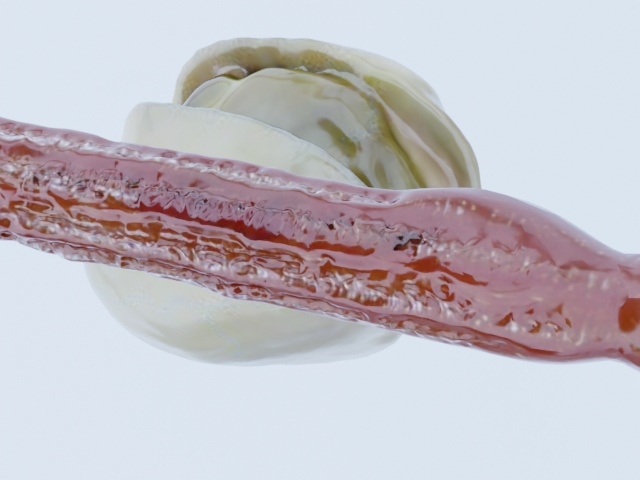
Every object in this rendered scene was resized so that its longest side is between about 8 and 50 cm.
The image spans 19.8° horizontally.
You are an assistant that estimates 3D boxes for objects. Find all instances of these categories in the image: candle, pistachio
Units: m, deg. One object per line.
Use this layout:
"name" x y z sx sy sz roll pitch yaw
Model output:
"candle" 0.000 0.000 0.601 0.329 0.051 0.048 12 -53 20
"pistachio" -0.033 -0.020 1.264 0.238 0.229 0.321 49 -33 -16
